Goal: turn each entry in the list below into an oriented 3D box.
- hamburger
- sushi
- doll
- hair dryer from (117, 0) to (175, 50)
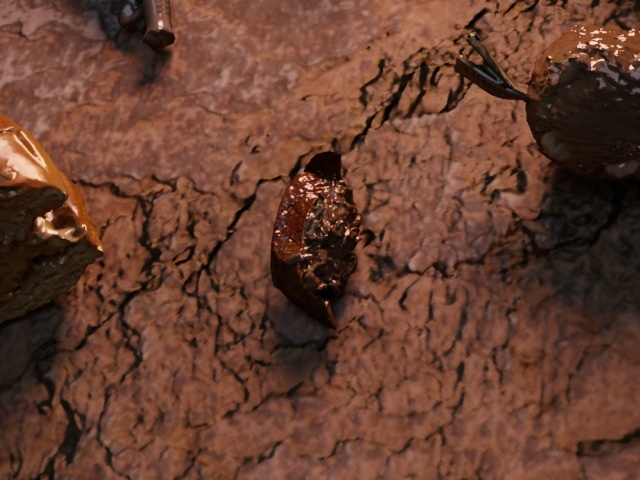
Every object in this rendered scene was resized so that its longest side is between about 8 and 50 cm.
[{"bbox_3d":[-0.312,-0.011,0.780,0.282,0.144,0.157,-22,60,3],"label":"hamburger"},{"bbox_3d":[0.000,0.000,0.758,0.055,0.052,0.120,-2,60,29],"label":"sushi"},{"bbox_3d":[0.199,-0.090,0.726,0.221,0.105,0.115,9,29,17],"label":"doll"},{"bbox_3d":[-0.250,-0.280,0.937,0.301,0.121,0.361,-43,68,-1],"label":"hair dryer"}]
